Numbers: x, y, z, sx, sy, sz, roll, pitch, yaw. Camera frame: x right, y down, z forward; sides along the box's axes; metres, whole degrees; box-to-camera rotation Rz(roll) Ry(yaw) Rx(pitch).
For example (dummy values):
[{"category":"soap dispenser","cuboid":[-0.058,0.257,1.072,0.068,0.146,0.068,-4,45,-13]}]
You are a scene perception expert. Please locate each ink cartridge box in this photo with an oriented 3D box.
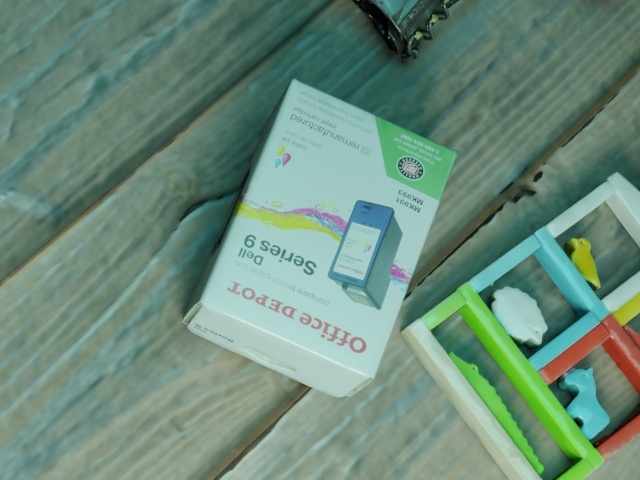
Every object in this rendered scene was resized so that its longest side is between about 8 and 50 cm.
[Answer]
[{"category":"ink cartridge box","cuboid":[0.000,0.000,1.319,0.154,0.093,0.212,25,71,-6]}]

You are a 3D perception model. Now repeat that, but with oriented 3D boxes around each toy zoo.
[{"category":"toy zoo","cuboid":[0.237,0.071,1.387,0.293,0.030,0.192,-34,84,-20]}]

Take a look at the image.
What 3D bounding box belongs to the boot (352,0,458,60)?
[{"category":"boot","cuboid":[0.139,-0.248,1.443,0.263,0.091,0.229,40,77,-2]}]
